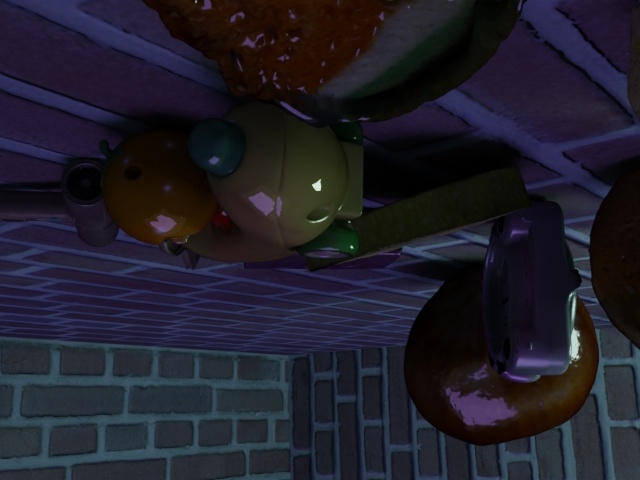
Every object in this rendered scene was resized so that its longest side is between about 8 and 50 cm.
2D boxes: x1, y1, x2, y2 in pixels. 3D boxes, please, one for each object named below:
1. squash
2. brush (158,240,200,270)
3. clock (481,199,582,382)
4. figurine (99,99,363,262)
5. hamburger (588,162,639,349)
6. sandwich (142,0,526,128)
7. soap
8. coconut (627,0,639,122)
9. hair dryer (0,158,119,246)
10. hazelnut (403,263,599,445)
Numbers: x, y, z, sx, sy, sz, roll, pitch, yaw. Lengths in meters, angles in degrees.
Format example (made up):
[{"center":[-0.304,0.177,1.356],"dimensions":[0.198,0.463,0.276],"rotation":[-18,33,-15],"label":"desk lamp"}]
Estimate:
[{"center":[0.101,-0.020,0.873],"dimensions":[0.252,0.048,0.252],"rotation":[-17,178,-1],"label":"squash"},{"center":[-0.195,-0.013,1.032],"dimensions":[0.067,0.071,0.313],"rotation":[21,171,2],"label":"brush"},{"center":[0.273,0.077,1.075],"dimensions":[0.090,0.227,0.248],"rotation":[1,166,1],"label":"clock"},{"center":[-0.093,-0.043,0.743],"dimensions":[0.222,0.124,0.325],"rotation":[5,170,-25],"label":"figurine"},{"center":[0.440,0.026,0.852],"dimensions":[0.211,0.244,0.261],"rotation":[6,157,-33],"label":"hamburger"},{"center":[-0.005,-0.145,0.336],"dimensions":[0.212,0.109,0.292],"rotation":[2,166,14],"label":"sandwich"},{"center":[0.000,0.000,1.074],"dimensions":[0.203,0.065,0.122],"rotation":[0,168,-9],"label":"soap"},{"center":[0.260,-0.115,0.482],"dimensions":[0.122,0.116,0.116],"rotation":[-3,168,-2],"label":"coconut"},{"center":[-0.338,-0.049,0.881],"dimensions":[0.221,0.053,0.195],"rotation":[8,165,-11],"label":"hair dryer"},{"center":[0.323,0.206,1.473],"dimensions":[0.366,0.365,0.366],"rotation":[-1,168,0],"label":"hazelnut"}]
